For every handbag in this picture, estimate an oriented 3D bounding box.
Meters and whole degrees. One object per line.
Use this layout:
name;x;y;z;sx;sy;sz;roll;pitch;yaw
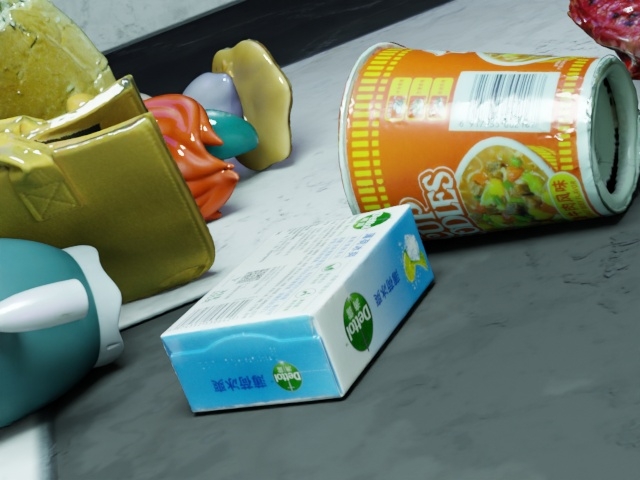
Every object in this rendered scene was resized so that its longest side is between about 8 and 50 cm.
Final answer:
handbag;-0.316;-0.009;1.303;0.401;0.133;0.283;-19;-23;-1

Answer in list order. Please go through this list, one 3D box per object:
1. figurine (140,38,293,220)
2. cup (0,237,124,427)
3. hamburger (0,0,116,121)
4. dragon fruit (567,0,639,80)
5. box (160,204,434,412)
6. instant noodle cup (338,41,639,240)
figurine;-0.160;-0.116;1.605;0.257;0.208;0.181;-26;-6;-37
cup;-0.266;0.072;1.202;0.173;0.167;0.300;-15;-3;-32
hamburger;-0.324;-0.094;1.462;0.309;0.211;0.132;-47;29;15
dragon fruit;0.370;-0.210;1.392;0.205;0.152;0.317;-47;40;-19
box;-0.013;0.051;1.111;0.139;0.073;0.194;-10;20;31
instant noodle cup;0.152;-0.086;1.202;0.212;0.193;0.193;-1;25;31
